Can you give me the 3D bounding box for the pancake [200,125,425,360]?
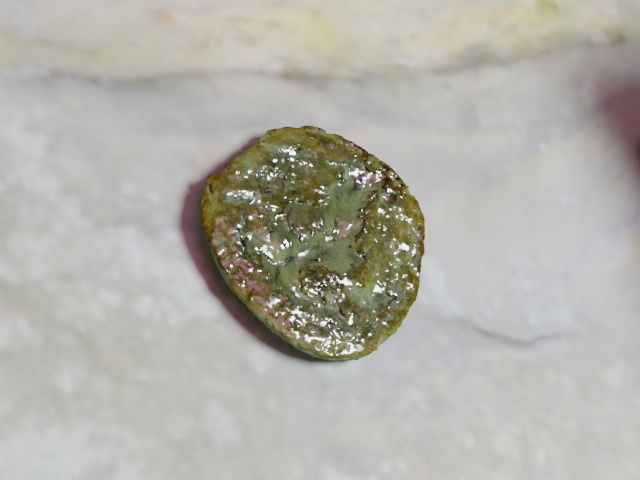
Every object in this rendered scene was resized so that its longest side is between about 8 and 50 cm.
[{"bbox_3d":[0.001,-0.001,0.695,0.108,0.017,0.108,14,60,-25],"label":"pancake"}]
